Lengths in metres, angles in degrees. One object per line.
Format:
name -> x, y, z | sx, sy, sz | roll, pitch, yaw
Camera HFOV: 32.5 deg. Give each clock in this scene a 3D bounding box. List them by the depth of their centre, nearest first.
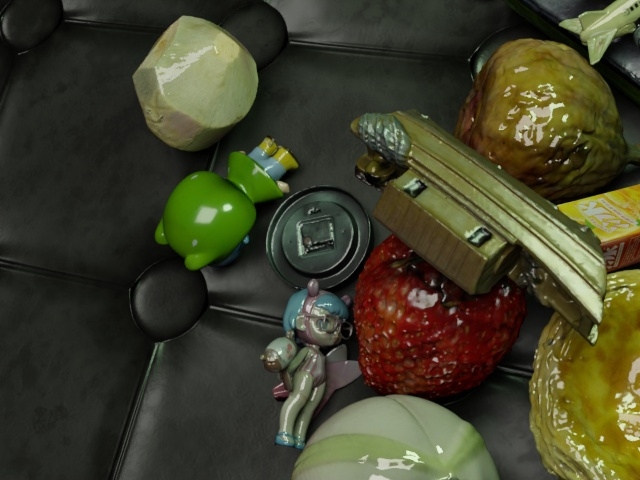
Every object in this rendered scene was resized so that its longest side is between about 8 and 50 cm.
clock -> 0.000, 0.000, 1.807 | 0.184, 0.040, 0.184 | -6, 70, 18

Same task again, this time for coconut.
coconut -> -0.212, -0.265, 1.872 | 0.197, 0.237, 0.237 | 42, 89, -14

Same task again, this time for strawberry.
strawberry -> 0.159, 0.122, 1.615 | 0.238, 0.250, 0.288 | 25, 116, -2

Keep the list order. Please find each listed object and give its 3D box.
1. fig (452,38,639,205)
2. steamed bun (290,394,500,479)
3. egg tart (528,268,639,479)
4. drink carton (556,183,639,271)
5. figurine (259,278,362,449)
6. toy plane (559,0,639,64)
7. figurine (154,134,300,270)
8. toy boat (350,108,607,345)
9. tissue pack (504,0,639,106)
fig -> 0.385, -0.140, 1.621 | 0.368, 0.286, 0.286 | 12, 75, 0
steamed bun -> 0.089, 0.342, 1.531 | 0.309, 0.309, 0.309 | -7, 70, 18
egg tart -> 0.471, 0.219, 1.487 | 0.388, 0.169, 0.388 | -6, 67, 15
drink carton -> 0.418, -0.015, 1.560 | 0.223, 0.071, 0.096 | -14, 44, -29
figurine -> -0.038, 0.189, 1.694 | 0.103, 0.205, 0.260 | 2, 74, 46
toy plane -> 0.475, -0.344, 1.580 | 0.244, 0.092, 0.229 | -27, 46, 4
figurine -> -0.155, -0.066, 1.842 | 0.162, 0.143, 0.263 | 39, 77, 25
toy boat -> 0.203, -0.023, 1.461 | 0.445, 0.136, 0.162 | 38, 69, 26
tissue pack -> 0.514, -0.380, 1.702 | 0.288, 0.124, 0.394 | -45, 63, 1
